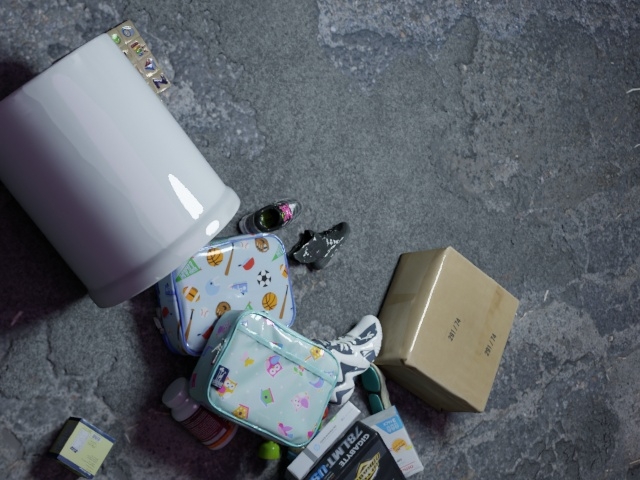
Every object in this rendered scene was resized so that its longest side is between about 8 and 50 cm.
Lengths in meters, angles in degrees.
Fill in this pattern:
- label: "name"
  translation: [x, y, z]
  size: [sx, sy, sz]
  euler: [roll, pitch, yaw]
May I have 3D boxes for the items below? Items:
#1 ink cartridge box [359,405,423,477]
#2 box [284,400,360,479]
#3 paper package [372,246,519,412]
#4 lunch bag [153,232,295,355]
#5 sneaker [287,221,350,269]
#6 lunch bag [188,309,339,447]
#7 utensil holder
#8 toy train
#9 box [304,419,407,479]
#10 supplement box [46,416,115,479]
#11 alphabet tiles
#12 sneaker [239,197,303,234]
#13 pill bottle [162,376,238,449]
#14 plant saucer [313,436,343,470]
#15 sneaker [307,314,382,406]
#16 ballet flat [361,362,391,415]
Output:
- label: "ink cartridge box"
  translation: [0.166, 0.493, 2.024]
  size: [0.104, 0.061, 0.181]
  euler: [-25, 102, 3]
- label: "box"
  translation: [0.002, 0.423, 1.791]
  size: [0.038, 0.145, 0.186]
  euler: [42, 71, 11]
- label: "paper package"
  translation: [0.301, 0.224, 2.127]
  size: [0.309, 0.168, 0.324]
  euler: [36, 63, -29]
- label: "lunch bag"
  translation: [-0.201, 0.116, 1.795]
  size: [0.303, 0.115, 0.243]
  euler: [-12, 97, -37]
- label: "sneaker"
  translation: [-0.002, 0.000, 1.999]
  size: [0.089, 0.051, 0.170]
  euler: [49, 61, -27]
- label: "lunch bag"
  translation: [-0.108, 0.267, 1.718]
  size: [0.279, 0.108, 0.224]
  euler: [33, 75, -25]
- label: "utensil holder"
  translation: [-0.388, -0.128, 1.560]
  size: [0.327, 0.328, 0.385]
  euler: [-46, 108, -32]
- label: "toy train"
  translation: [-0.108, 0.400, 1.843]
  size: [0.248, 0.105, 0.143]
  euler: [9, 92, -36]
- label: "box"
  translation: [0.058, 0.584, 1.865]
  size: [0.295, 0.073, 0.293]
  euler: [-45, 130, -20]
- label: "supplement box"
  translation: [-0.444, 0.385, 1.606]
  size: [0.083, 0.056, 0.083]
  euler: [42, 61, -25]
- label: "alphabet tiles"
  translation: [-0.396, -0.305, 1.768]
  size: [0.198, 0.009, 0.237]
  euler: [-43, 110, -33]
- label: "sneaker"
  translation: [-0.095, -0.054, 1.920]
  size: [0.170, 0.075, 0.063]
  euler: [-22, 97, -37]
- label: "pill bottle"
  translation: [-0.243, 0.347, 1.746]
  size: [0.152, 0.086, 0.086]
  euler: [47, 59, -23]
- label: "plant saucer"
  translation: [0.040, 0.504, 1.923]
  size: [0.199, 0.036, 0.198]
  euler: [-34, 141, -32]
- label: "sneaker"
  translation: [0.040, 0.241, 1.970]
  size: [0.153, 0.094, 0.235]
  euler: [47, 69, -33]
- label: "ballet flat"
  translation: [0.133, 0.346, 2.043]
  size: [0.052, 0.057, 0.168]
  euler: [-43, 131, -44]
